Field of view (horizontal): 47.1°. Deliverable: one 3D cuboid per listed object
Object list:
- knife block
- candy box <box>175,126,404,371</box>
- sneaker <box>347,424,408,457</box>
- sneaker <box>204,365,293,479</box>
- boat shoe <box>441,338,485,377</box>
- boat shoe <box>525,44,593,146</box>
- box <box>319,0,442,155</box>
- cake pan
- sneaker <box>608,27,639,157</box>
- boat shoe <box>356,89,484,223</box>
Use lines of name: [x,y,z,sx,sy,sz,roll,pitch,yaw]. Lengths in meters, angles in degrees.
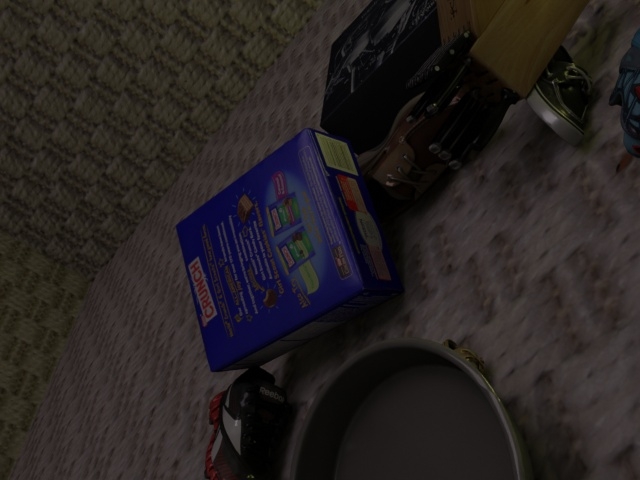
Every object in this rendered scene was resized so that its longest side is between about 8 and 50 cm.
knife block: [0.243,-0.224,0.957,0.088,0.276,0.242,173,89,-72]
candy box: [-0.062,0.024,1.142,0.317,0.122,0.268,-31,66,30]
sneaker: [0.105,0.219,0.782,0.188,0.071,0.066,-40,26,36]
sneaker: [-0.103,0.285,1.091,0.135,0.098,0.276,-52,20,16]
boat shoe: [0.155,0.140,0.813,0.045,0.050,0.135,-54,15,-1]
boat shoe: [0.309,-0.198,0.949,0.070,0.078,0.219,-45,22,29]
box: [0.180,-0.340,1.290,0.343,0.179,0.312,-42,26,32]
cake pan: [0.082,0.242,0.705,0.293,0.054,0.293,-24,57,42]
sneaker: [0.367,-0.124,0.731,0.262,0.104,0.125,-85,18,-59]
boat shoe: [0.141,-0.114,1.147,0.324,0.123,0.116,-45,26,50]
